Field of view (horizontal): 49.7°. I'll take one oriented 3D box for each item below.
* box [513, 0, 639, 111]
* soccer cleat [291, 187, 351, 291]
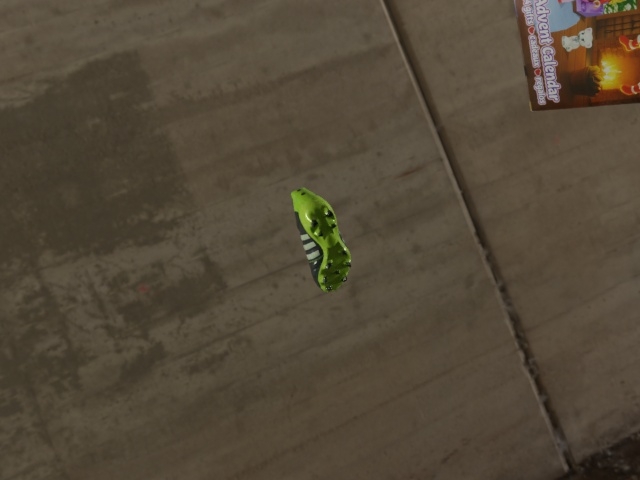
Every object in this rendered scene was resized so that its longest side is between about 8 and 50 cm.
[{"bbox_3d":[0.253,-0.257,0.556,0.201,0.293,0.057,3,30,38],"label":"box"},{"bbox_3d":[0.000,0.000,0.973,0.060,0.178,0.072,-28,46,-15],"label":"soccer cleat"}]
